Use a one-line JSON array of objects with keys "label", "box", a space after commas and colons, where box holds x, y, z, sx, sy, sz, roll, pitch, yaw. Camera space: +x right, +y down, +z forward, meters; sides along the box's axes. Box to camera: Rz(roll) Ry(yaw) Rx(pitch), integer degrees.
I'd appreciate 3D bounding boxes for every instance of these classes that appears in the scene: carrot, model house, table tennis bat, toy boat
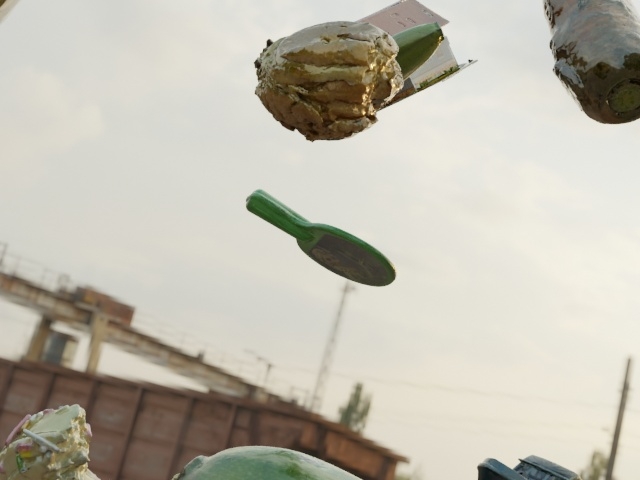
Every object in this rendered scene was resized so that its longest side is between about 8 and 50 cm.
[{"label": "carrot", "box": [0.369, -0.279, 1.713, 0.139, 0.301, 0.138, -1, -40, -1]}, {"label": "model house", "box": [0.085, -0.259, 1.836, 0.207, 0.135, 0.219, -19, 8, 42]}, {"label": "table tennis bat", "box": [0.000, 0.000, 1.941, 0.257, 0.039, 0.160, 32, -21, -9]}, {"label": "toy boat", "box": [0.277, 0.343, 1.593, 0.114, 0.122, 0.296, 17, -24, 47]}]

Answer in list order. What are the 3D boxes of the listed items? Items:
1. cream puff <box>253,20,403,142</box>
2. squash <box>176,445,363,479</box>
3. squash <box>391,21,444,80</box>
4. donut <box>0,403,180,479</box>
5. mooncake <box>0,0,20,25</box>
[{"label": "cream puff", "box": [0.007, -0.139, 1.132, 0.133, 0.104, 0.119, -13, 25, 6]}, {"label": "squash", "box": [-0.055, 0.391, 1.523, 0.309, 0.310, 0.310, 30, -15, -1]}, {"label": "squash", "box": [0.073, -0.222, 1.662, 0.201, 0.066, 0.066, -30, -34, 19]}, {"label": "donut", "box": [-0.338, 0.409, 2.024, 0.371, 0.150, 0.307, 30, -46, -15]}, {"label": "mooncake", "box": [-0.370, -0.369, 1.048, 0.246, 0.393, 0.394, -39, -44, 23]}]
